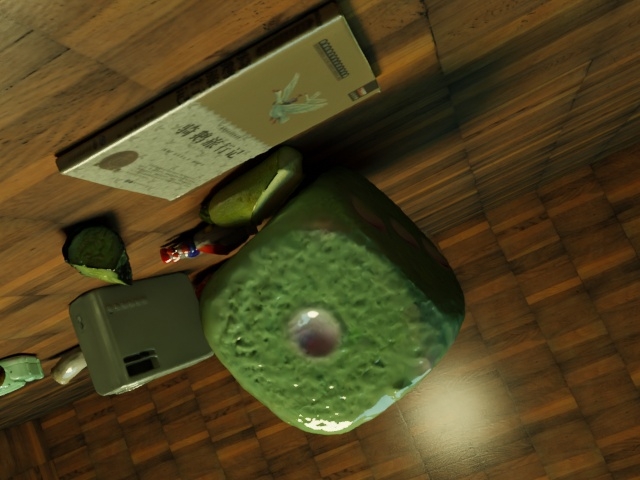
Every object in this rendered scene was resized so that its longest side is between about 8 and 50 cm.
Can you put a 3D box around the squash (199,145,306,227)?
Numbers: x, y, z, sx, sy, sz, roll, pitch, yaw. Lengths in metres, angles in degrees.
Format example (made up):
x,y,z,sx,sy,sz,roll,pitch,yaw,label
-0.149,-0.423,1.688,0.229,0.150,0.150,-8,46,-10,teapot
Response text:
x,y,z,sx,sy,sz,roll,pitch,yaw,label
-0.106,-0.056,0.853,0.200,0.075,0.090,-28,-164,33,squash

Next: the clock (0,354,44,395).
x,y,z,sx,sy,sz,roll,pitch,yaw,label
-0.801,0.345,1.438,0.211,0.066,0.159,-21,170,-7,clock

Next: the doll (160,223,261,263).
x,y,z,sx,sy,sz,roll,pitch,yaw,label
-0.185,-0.001,1.022,0.195,0.062,0.104,-18,157,19,doll

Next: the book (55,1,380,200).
x,y,z,sx,sy,sz,roll,pitch,yaw,label
-0.093,-0.129,0.642,0.311,0.021,0.217,-25,170,12,book

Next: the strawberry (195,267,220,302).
x,y,z,sx,sy,sz,roll,pitch,yaw,label
-0.223,0.135,1.472,0.265,0.149,0.336,-25,-177,-32,strawberry

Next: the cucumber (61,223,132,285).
x,y,z,sx,sy,sz,roll,pitch,yaw,label
-0.315,0.024,0.865,0.078,0.062,0.211,13,169,-10,cucumber

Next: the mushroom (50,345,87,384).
x,y,z,sx,sy,sz,roll,pitch,yaw,label
-0.624,0.318,1.627,0.278,0.096,0.099,-21,170,12,mushroom

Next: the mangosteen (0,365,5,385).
x,y,z,sx,sy,sz,roll,pitch,yaw,label
-0.676,0.282,1.047,0.210,0.209,0.210,-23,170,-4,mangosteen

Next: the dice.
x,y,z,sx,sy,sz,roll,pitch,yaw,label
0.024,0.088,0.970,0.318,0.322,0.330,-43,-179,18,dice

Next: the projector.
x,y,z,sx,sy,sz,roll,pitch,yaw,label
-0.360,0.188,1.215,0.108,0.198,0.250,-31,168,36,projector
